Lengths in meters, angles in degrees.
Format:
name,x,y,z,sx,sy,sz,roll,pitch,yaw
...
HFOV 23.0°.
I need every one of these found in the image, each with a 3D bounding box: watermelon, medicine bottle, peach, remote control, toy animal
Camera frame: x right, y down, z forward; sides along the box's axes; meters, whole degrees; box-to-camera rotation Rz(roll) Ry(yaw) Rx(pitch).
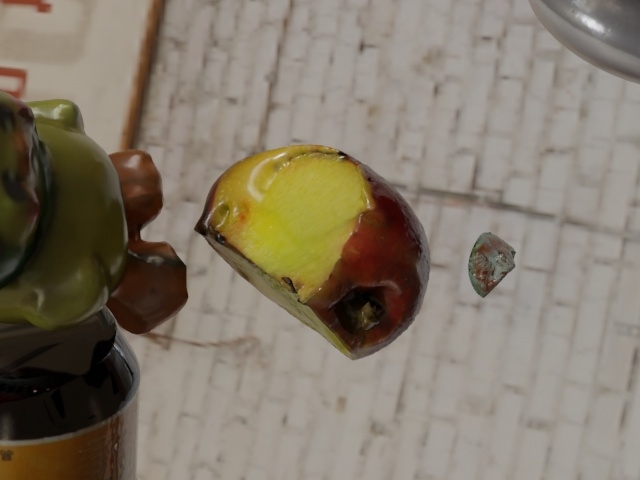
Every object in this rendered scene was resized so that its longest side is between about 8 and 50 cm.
name,x,y,z,sx,sy,sz,roll,pitch,yaw
watermelon,0.222,0.025,1.944,0.085,0.061,0.085,-17,-65,-41
medicine bottle,-0.292,0.264,1.552,0.242,0.242,0.395,-29,-52,-46
peach,0.004,0.005,1.466,0.159,0.267,0.154,-45,-57,-12
remote control,0.330,-0.216,1.470,0.332,0.221,0.103,-15,-47,-44
toy animal,-0.279,-0.022,1.370,0.338,0.191,0.216,23,-131,-58
